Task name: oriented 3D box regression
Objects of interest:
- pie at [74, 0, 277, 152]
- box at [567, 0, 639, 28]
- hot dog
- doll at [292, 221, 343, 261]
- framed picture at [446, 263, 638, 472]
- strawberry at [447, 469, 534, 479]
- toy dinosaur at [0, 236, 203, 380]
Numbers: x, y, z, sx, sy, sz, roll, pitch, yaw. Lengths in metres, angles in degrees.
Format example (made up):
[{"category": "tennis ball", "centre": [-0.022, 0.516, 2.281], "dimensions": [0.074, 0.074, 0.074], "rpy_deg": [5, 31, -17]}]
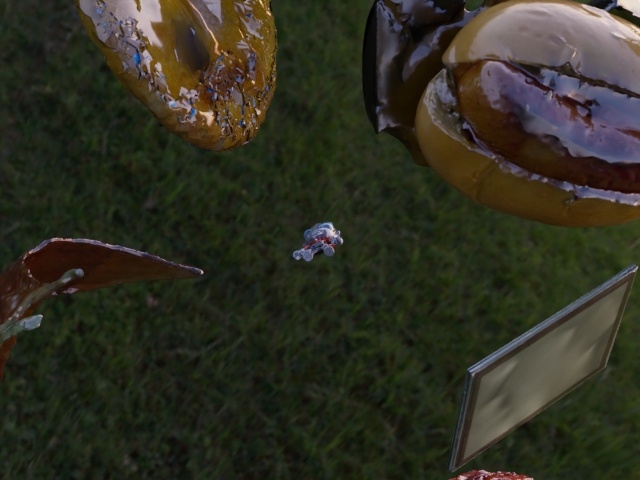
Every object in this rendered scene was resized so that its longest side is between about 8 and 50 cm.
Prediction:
[{"category": "pie", "centre": [-0.125, -0.196, 1.107], "dimensions": [0.273, 0.069, 0.273], "rpy_deg": [31, 48, -41]}, {"category": "box", "centre": [0.323, -0.316, 1.321], "dimensions": [0.373, 0.138, 0.420], "rpy_deg": [20, 51, -42]}, {"category": "hot dog", "centre": [0.198, -0.093, 0.875], "dimensions": [0.326, 0.194, 0.107], "rpy_deg": [-2, 26, -13]}, {"category": "doll", "centre": [-0.001, -0.001, 1.513], "dimensions": [0.039, 0.057, 0.114], "rpy_deg": [40, 17, -7]}, {"category": "framed picture", "centre": [0.225, 0.130, 1.246], "dimensions": [0.231, 0.173, 0.010], "rpy_deg": [-28, 54, -27]}, {"category": "strawberry", "centre": [0.222, 0.383, 1.410], "dimensions": [0.295, 0.345, 0.317], "rpy_deg": [-11, 54, -14]}, {"category": "toy dinosaur", "centre": [-0.182, 0.105, 0.728], "dimensions": [0.113, 0.206, 0.327], "rpy_deg": [37, 10, -11]}]
